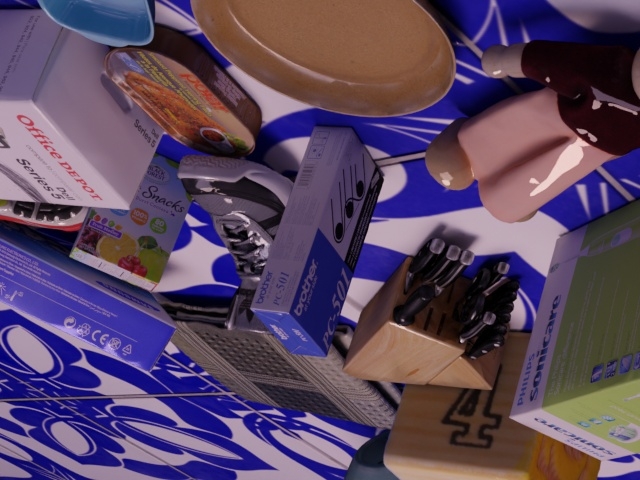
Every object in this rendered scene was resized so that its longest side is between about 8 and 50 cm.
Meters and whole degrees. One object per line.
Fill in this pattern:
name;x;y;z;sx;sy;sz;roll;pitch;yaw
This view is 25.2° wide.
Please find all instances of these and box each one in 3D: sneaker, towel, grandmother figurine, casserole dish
sneaker;-0.069;0.016;1.520;0.101;0.153;0.268;4;161;34
sneaker;-0.398;-0.067;1.691;0.279;0.107;0.118;20;167;6
towel;-0.051;0.169;2.008;0.312;0.056;0.324;7;155;33
grandmother figurine;0.229;-0.099;1.160;0.208;0.104;0.342;17;160;-18
casserole dish;-0.201;-0.237;1.256;0.114;0.037;0.188;15;155;10

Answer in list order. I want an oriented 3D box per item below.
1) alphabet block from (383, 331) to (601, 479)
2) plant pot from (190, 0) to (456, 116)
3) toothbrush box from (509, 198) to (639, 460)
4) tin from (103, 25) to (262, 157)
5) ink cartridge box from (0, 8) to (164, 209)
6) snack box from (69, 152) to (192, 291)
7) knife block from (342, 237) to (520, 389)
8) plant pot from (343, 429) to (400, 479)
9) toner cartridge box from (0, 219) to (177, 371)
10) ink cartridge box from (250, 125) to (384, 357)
alphabet block;0.222;0.232;1.749;0.197;0.193;0.192;2;152;34
plant pot;0.005;-0.184;1.222;0.236;0.032;0.236;17;156;8
toothbrush box;0.318;0.071;1.320;0.122;0.206;0.283;27;154;-18
tin;-0.131;-0.145;1.402;0.106;0.040;0.189;5;153;37
ink cartridge box;-0.329;-0.136;1.468;0.273;0.114;0.198;5;152;29
snack box;-0.202;-0.028;1.570;0.100;0.141;0.037;25;156;-13
knife block;0.104;0.078;1.637;0.276;0.088;0.242;1;150;35
plant pot;0.141;0.384;2.088;0.290;0.290;0.195;-4;110;42
toner cartridge box;-0.362;0.041;1.819;0.348;0.075;0.165;30;-175;-29
ink cartridge box;0.000;0.000;1.400;0.046;0.207;0.097;5;152;28
